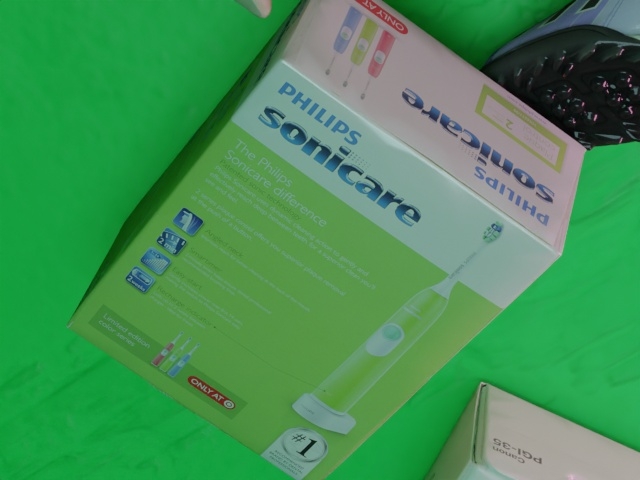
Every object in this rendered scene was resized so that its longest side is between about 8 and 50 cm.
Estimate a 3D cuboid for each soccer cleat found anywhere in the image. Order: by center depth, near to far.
[{"bbox_3d":[0.234,-0.152,1.136,0.318,0.116,0.108,-23,135,35],"label":"soccer cleat"}]

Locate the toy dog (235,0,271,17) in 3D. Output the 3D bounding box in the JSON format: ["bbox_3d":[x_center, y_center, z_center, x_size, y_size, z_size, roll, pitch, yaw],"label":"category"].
[{"bbox_3d":[-0.011,-0.311,0.981,0.408,0.284,0.395,2,104,8],"label":"toy dog"}]

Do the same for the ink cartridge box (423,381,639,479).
[{"bbox_3d":[0.145,0.273,1.335,0.207,0.117,0.283,25,117,-4],"label":"ink cartridge box"}]

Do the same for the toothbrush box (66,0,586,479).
[{"bbox_3d":[0.000,0.000,1.188,0.206,0.122,0.283,34,130,-9],"label":"toothbrush box"}]
